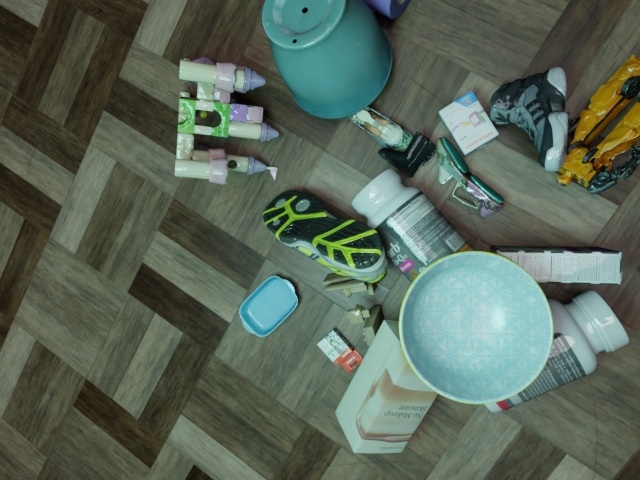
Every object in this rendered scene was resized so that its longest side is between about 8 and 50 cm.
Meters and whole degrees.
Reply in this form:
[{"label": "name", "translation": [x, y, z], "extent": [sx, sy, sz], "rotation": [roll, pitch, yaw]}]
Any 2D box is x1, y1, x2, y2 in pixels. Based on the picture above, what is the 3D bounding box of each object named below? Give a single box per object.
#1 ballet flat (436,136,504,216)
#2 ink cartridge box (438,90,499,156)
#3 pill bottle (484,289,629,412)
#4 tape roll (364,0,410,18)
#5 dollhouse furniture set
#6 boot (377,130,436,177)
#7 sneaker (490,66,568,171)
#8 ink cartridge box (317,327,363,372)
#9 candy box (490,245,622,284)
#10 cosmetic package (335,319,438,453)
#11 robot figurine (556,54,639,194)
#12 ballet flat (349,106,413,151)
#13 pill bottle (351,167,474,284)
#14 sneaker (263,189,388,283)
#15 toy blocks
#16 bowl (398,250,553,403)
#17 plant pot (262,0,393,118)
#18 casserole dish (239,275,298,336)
[{"label": "ballet flat", "translation": [0.334, -0.143, 1.086], "extent": [0.221, 0.077, 0.079], "rotation": [49, 124, 7]}, {"label": "ink cartridge box", "translation": [0.347, -0.272, 1.076], "extent": [0.088, 0.052, 0.122], "rotation": [-32, 87, 15]}, {"label": "pill bottle", "translation": [0.482, 0.237, 1.012], "extent": [0.318, 0.176, 0.176], "rotation": [-31, 86, 16]}, {"label": "tape roll", "translation": [0.169, -0.610, 1.030], "extent": [0.080, 0.189, 0.189], "rotation": [31, 102, 12]}, {"label": "dollhouse furniture set", "translation": [0.077, 0.169, 1.153], "extent": [0.123, 0.144, 0.151], "rotation": [-12, 105, 21]}, {"label": "boot", "translation": [0.211, -0.217, 1.103], "extent": [0.121, 0.045, 0.099], "rotation": [29, 113, -20]}, {"label": "sneaker", "translation": [0.449, -0.256, 0.994], "extent": [0.153, 0.101, 0.268], "rotation": [0, 59, 27]}, {"label": "ink cartridge box", "translation": [0.053, 0.295, 1.213], "extent": [0.063, 0.029, 0.115], "rotation": [-45, 82, 14]}, {"label": "candy box", "translation": [0.500, 0.050, 1.002], "extent": [0.233, 0.159, 0.071], "rotation": [1, 93, 16]}, {"label": "cosmetic package", "translation": [0.172, 0.347, 1.079], "extent": [0.153, 0.129, 0.296], "rotation": [11, 114, -27]}, {"label": "robot figurine", "translation": [0.611, -0.228, 0.957], "extent": [0.291, 0.085, 0.211], "rotation": [-54, 38, 19]}, {"label": "ballet flat", "translation": [0.144, -0.278, 1.127], "extent": [0.188, 0.070, 0.070], "rotation": [32, 102, 11]}, {"label": "pill bottle", "translation": [0.210, -0.024, 1.077], "extent": [0.162, 0.162, 0.278], "rotation": [-43, 82, 15]}, {"label": "sneaker", "translation": [0.000, 0.000, 1.124], "extent": [0.145, 0.147, 0.385], "rotation": [-46, 50, -13]}, {"label": "toy blocks", "translation": [-0.230, -0.310, 1.179], "extent": [0.260, 0.309, 0.288], "rotation": [3, 109, -17]}, {"label": "bowl", "translation": [0.301, 0.167, 0.941], "extent": [0.290, 0.156, 0.289], "rotation": [0, 88, 6]}, {"label": "plant pot", "translation": [0.002, -0.450, 1.027], "extent": [0.272, 0.255, 0.271], "rotation": [-3, 81, 20]}, {"label": "casserole dish", "translation": [-0.138, 0.178, 1.255], "extent": [0.188, 0.037, 0.114], "rotation": [-45, 82, 13]}]
